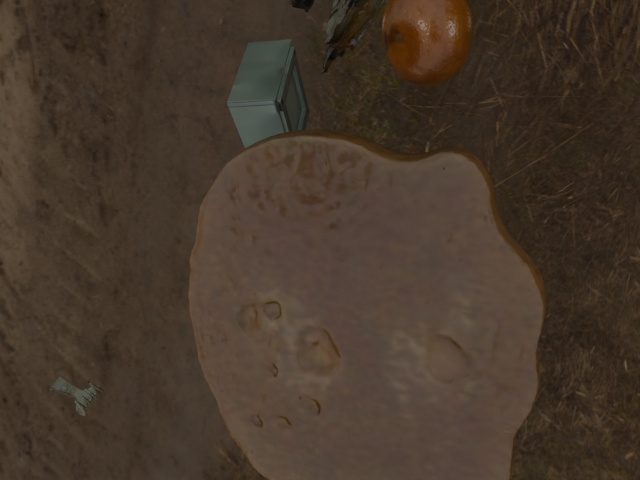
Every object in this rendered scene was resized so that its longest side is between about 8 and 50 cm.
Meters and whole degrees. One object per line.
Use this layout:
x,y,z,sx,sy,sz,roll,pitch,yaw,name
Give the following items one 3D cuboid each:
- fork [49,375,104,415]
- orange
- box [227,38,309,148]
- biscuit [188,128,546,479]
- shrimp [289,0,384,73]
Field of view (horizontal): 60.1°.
-0.285,0.176,0.636,0.028,0.034,0.219,37,152,-22,fork
0.252,-0.486,1.294,0.240,0.171,0.240,39,146,32,orange
-0.112,-0.324,1.345,0.118,0.224,0.225,0,144,13,box
0.031,0.081,0.564,0.365,0.062,0.384,2,101,21,biscuit
0.018,-0.343,0.728,0.145,0.059,0.254,28,131,-12,shrimp
